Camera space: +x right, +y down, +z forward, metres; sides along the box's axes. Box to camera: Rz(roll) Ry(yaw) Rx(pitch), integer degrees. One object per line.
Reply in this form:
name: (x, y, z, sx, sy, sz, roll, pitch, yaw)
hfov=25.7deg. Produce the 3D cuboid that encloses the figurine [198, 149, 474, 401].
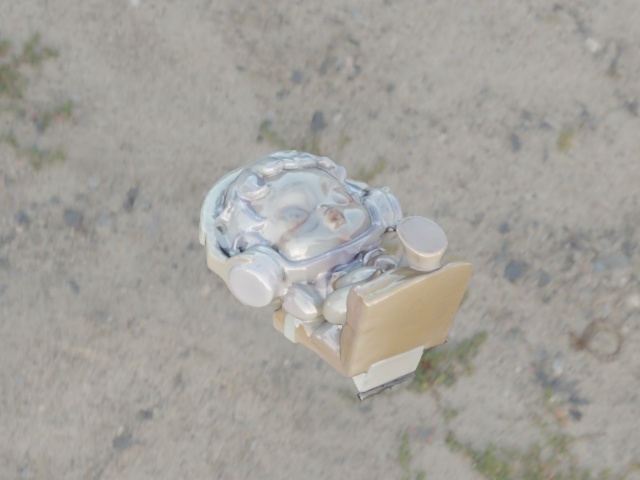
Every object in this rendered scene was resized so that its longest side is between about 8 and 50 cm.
figurine: (-0.001, 0.003, 1.068, 0.162, 0.141, 0.237, -18, 42, -29)
